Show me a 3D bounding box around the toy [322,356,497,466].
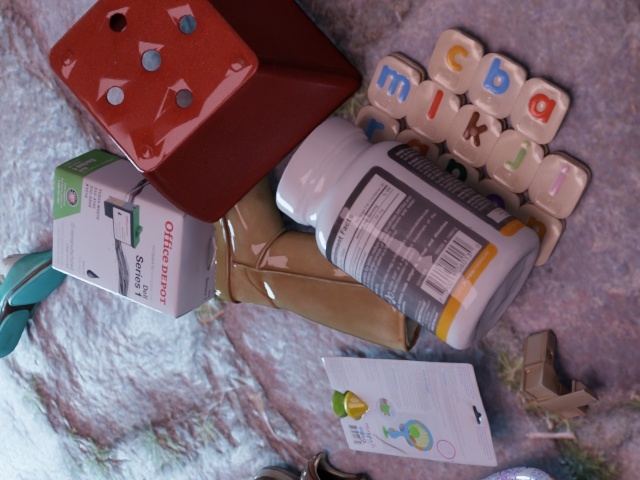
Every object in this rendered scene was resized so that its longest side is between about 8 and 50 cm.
[{"bbox_3d":[0.119,0.202,1.777,0.237,0.056,0.137,-3,111,39],"label":"toy"}]

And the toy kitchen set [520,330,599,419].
[{"bbox_3d":[0.289,0.155,1.661,0.068,0.075,0.083,-22,135,40],"label":"toy kitchen set"}]

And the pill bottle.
[{"bbox_3d":[0.096,-0.014,1.615,0.278,0.162,0.162,35,124,17],"label":"pill bottle"}]

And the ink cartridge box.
[{"bbox_3d":[-0.248,-0.010,1.910,0.219,0.092,0.160,20,119,27],"label":"ink cartridge box"}]

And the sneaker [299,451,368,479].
[{"bbox_3d":[0.052,0.351,1.875,0.188,0.066,0.071,27,116,20],"label":"sneaker"}]

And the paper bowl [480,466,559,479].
[{"bbox_3d":[0.218,0.418,1.660,0.148,0.284,0.284,45,130,-16],"label":"paper bowl"}]

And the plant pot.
[{"bbox_3d":[-0.155,-0.198,1.627,0.267,0.236,0.267,-42,82,12],"label":"plant pot"}]

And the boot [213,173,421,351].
[{"bbox_3d":[0.000,0.000,1.763,0.269,0.089,0.236,12,118,26],"label":"boot"}]

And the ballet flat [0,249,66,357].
[{"bbox_3d":[-0.450,0.072,2.089,0.087,0.083,0.247,54,127,21],"label":"ballet flat"}]

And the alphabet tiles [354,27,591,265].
[{"bbox_3d":[0.168,-0.095,1.646,0.284,0.021,0.278,34,126,18],"label":"alphabet tiles"}]

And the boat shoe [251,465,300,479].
[{"bbox_3d":[-0.063,0.477,1.968,0.123,0.116,0.324,-2,107,34],"label":"boat shoe"}]
